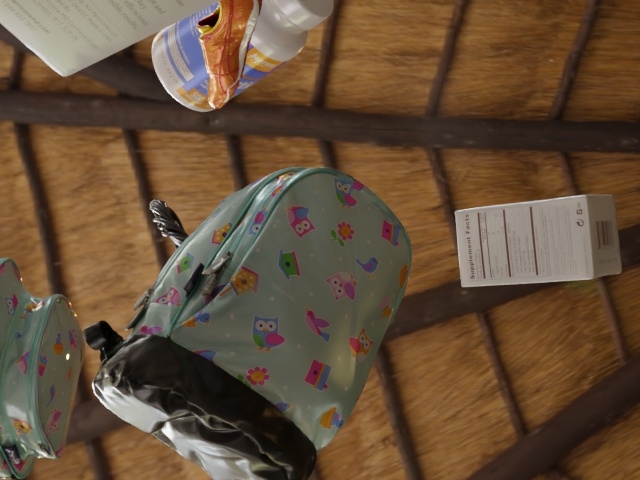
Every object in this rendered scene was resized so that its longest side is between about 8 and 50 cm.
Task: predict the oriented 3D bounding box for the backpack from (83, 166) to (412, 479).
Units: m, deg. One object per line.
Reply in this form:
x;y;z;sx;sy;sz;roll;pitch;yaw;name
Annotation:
-0.027;0.044;0.525;0.115;0.182;0.152;-11;-47;49;backpack

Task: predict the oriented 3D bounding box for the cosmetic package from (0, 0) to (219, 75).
-0.139;-0.386;0.938;0.454;0.161;0.230;-23;-118;11;cosmetic package

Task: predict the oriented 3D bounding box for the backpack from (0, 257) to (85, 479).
-0.296;0.109;0.799;0.145;0.188;0.165;-5;-133;9;backpack

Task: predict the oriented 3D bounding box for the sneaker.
-0.116;-0.232;1.056;0.064;0.068;0.175;-88;-166;-46;sneaker

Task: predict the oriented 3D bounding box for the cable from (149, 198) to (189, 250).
-0.240;-0.005;1.507;0.047;0.150;0.184;-42;-124;-2;cable

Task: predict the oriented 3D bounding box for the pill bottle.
-0.116;-0.319;1.356;0.272;0.152;0.152;-26;-102;36;pill bottle

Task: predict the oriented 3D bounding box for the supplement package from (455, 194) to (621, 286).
0.279;0.002;1.154;0.179;0.105;0.105;-6;-91;37;supplement package
